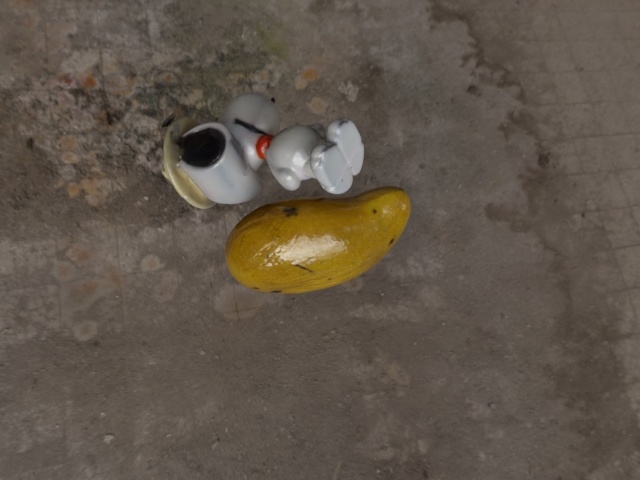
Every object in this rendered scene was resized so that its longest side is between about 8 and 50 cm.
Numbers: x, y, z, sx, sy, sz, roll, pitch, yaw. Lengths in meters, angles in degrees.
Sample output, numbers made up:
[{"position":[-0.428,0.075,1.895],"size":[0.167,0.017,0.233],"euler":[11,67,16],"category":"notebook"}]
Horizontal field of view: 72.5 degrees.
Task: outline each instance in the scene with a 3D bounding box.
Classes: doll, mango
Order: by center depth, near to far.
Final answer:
[{"position":[-0.093,-0.113,0.587],"size":[0.208,0.144,0.271],"euler":[-45,48,-8],"category":"doll"},{"position":[0.000,0.004,0.591],"size":[0.263,0.157,0.108],"euler":[-15,49,4],"category":"mango"}]
